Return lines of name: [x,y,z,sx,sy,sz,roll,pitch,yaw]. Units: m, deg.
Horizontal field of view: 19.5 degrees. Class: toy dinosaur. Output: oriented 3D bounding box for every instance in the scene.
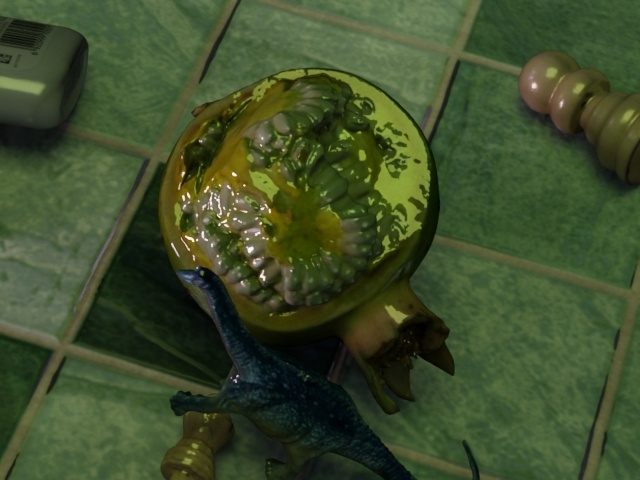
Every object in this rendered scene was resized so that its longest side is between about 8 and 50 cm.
toy dinosaur: [-0.025,0.146,1.624,0.363,0.147,0.076,40,47,-24]

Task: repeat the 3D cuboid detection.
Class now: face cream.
face cream: [-0.412,-0.188,1.885,0.337,0.080,0.163,9,31,1]

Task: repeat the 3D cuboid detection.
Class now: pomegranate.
pomegranate: [0.000,0.000,1.703,0.260,0.260,0.340,-28,83,-24]

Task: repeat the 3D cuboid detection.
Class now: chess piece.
chess piece: [0.278,-0.138,1.925,0.170,0.094,0.094,36,58,24]
chess piece: [-0.118,0.206,1.645,0.060,0.060,0.172,18,51,8]
